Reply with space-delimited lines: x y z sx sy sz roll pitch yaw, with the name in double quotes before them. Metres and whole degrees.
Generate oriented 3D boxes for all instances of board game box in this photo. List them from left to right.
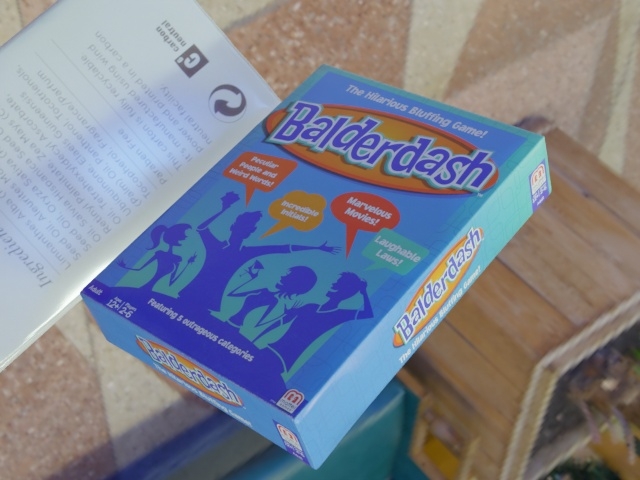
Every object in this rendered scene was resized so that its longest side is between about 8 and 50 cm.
"board game box" 0.000 0.000 0.588 0.210 0.160 0.047 -46 140 -26

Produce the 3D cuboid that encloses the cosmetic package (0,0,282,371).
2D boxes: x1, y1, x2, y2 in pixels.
"cosmetic package" -0.261 0.006 0.784 0.453 0.161 0.230 -44 -169 -15
